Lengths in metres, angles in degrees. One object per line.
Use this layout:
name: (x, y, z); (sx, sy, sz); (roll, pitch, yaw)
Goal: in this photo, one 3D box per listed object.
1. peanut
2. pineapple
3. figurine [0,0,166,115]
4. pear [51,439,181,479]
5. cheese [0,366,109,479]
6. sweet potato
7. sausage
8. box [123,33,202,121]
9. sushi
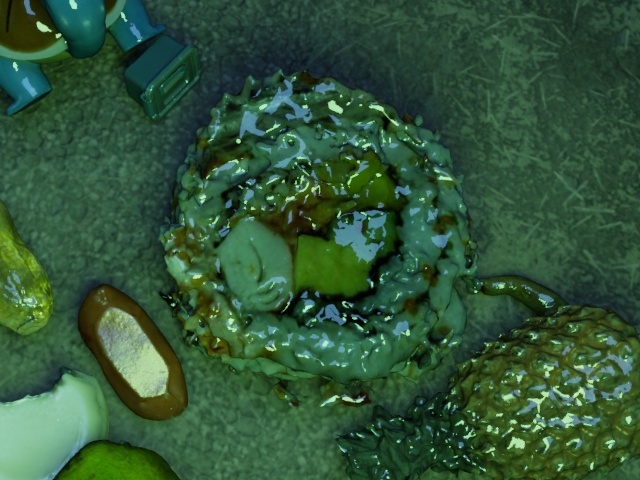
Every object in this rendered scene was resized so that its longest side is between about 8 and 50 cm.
peanut: (-0.382, 0.022, 1.772); (0.087, 0.087, 0.207); (-29, 73, -17)
pineapple: (0.198, 0.206, 1.728); (0.362, 0.202, 0.202); (-18, 72, -5)
figurine: (-0.357, -0.305, 1.844); (0.298, 0.243, 0.416); (-36, 47, -9)
pear: (-0.224, 0.347, 1.599); (0.212, 0.212, 0.269); (6, 71, -6)
cheese: (-0.322, 0.269, 1.688); (0.163, 0.071, 0.249); (1, 68, -6)
sweet potato: (0.258, 0.069, 1.868); (0.153, 0.038, 0.041); (19, 44, 2)
sausage: (-0.219, 0.133, 1.751); (0.089, 0.089, 0.179); (-36, 87, -19)
box: (-0.201, -0.209, 1.897); (0.054, 0.074, 0.099); (35, 67, 18)
sushi: (0.003, 0.003, 1.782); (0.417, 0.176, 0.417); (3, 68, -7)
